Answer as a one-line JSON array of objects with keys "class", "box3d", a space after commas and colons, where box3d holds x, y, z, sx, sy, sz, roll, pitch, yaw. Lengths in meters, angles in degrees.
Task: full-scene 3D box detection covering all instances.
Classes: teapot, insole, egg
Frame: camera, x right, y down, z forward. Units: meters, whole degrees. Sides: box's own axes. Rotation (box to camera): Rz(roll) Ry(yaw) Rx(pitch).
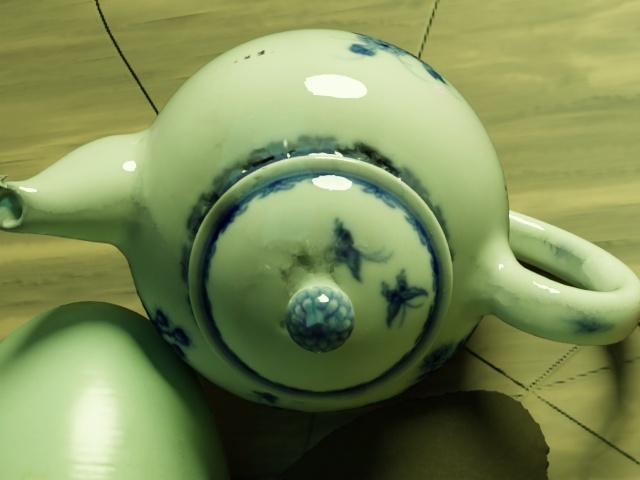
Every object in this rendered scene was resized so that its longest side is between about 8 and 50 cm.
[{"class": "teapot", "box3d": [0.000, 0.000, 1.027, 0.423, 0.280, 0.252, 11, 110, -5]}, {"class": "insole", "box3d": [0.011, 0.180, 1.003, 0.327, 0.007, 0.111, -26, 77, -27]}, {"class": "egg", "box3d": [-0.166, 0.220, 1.055, 0.230, 0.230, 0.371, -5, 69, 23]}]
